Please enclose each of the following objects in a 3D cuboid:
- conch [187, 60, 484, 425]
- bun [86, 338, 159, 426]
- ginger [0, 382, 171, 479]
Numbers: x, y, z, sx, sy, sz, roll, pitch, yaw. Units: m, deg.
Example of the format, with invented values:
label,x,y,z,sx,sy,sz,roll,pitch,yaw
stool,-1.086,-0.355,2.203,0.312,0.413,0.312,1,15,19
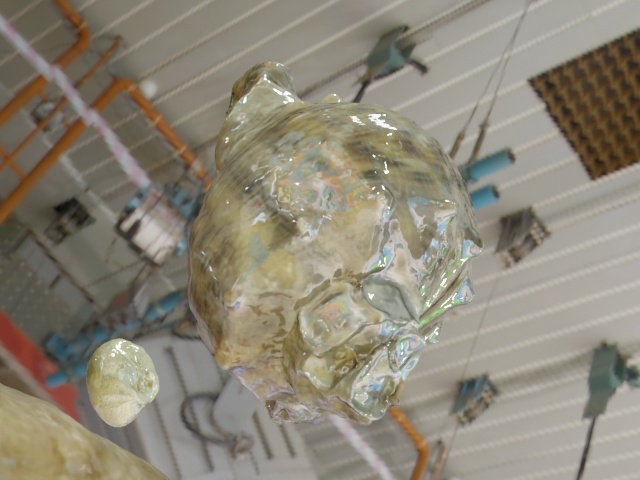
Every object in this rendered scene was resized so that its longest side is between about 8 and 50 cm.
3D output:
label,x,y,z,sx,sy,sz,roll,pitch,yaw
conch,0.016,-0.001,0.699,0.158,0.291,0.210,-11,-47,10
bun,-0.188,0.136,1.151,0.054,0.086,0.086,-7,-55,18
ginger,-0.189,0.086,0.437,0.354,0.126,0.190,29,-68,-28
